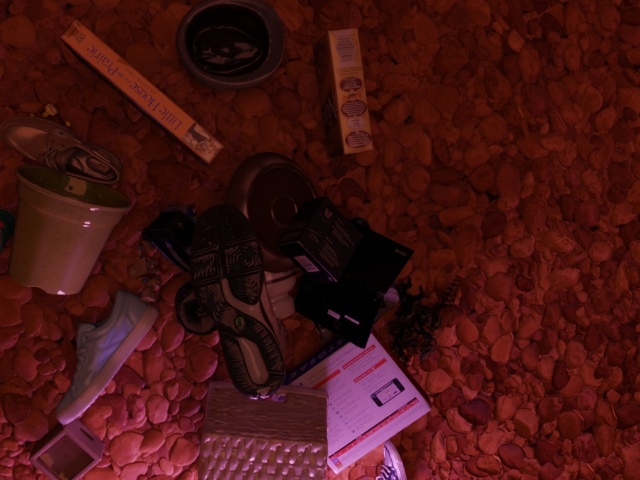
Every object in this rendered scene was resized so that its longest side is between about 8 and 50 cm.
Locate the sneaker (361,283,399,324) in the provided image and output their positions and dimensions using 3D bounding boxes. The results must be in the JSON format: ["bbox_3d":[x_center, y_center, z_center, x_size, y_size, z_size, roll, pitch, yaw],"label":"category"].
[{"bbox_3d":[0.126,0.152,1.931,0.086,0.163,0.226,25,128,-33],"label":"sneaker"}]

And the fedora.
[{"bbox_3d":[-0.232,-0.506,1.776,0.275,0.124,0.243,-10,94,-5],"label":"fedora"}]

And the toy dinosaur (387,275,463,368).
[{"bbox_3d":[0.281,0.225,1.963,0.218,0.164,0.322,46,64,-27],"label":"toy dinosaur"}]

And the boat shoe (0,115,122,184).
[{"bbox_3d":[-0.638,-0.218,1.684,0.302,0.098,0.109,23,102,-24],"label":"boat shoe"}]

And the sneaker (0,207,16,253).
[{"bbox_3d":[-0.853,0.045,1.631,0.124,0.178,0.295,41,84,-13],"label":"sneaker"}]

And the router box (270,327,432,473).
[{"bbox_3d":[0.085,0.432,1.887,0.335,0.082,0.301,-36,101,8],"label":"router box"}]

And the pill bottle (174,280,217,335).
[{"bbox_3d":[-0.312,0.166,1.750,0.123,0.219,0.122,-1,93,-14],"label":"pill bottle"}]

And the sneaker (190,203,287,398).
[{"bbox_3d":[-0.191,0.142,1.631,0.169,0.257,0.447,-14,87,-2],"label":"sneaker"}]

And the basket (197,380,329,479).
[{"bbox_3d":[-0.150,0.572,1.743,0.328,0.266,0.331,6,106,-3],"label":"basket"}]

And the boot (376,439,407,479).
[{"bbox_3d":[0.199,0.682,1.985,0.086,0.069,0.190,-21,100,-15],"label":"boot"}]

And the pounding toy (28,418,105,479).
[{"bbox_3d":[-0.663,0.585,1.762,0.206,0.094,0.181,-40,107,1],"label":"pounding toy"}]

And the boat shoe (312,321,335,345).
[{"bbox_3d":[0.006,0.243,1.926,0.046,0.038,0.125,-22,99,-12],"label":"boat shoe"}]

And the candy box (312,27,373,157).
[{"bbox_3d":[0.057,-0.386,1.824,0.088,0.183,0.316,-8,95,-12],"label":"candy box"}]

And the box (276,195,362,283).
[{"bbox_3d":[0.000,0.000,1.714,0.156,0.093,0.158,47,57,-26],"label":"box"}]

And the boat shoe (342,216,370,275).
[{"bbox_3d":[0.068,0.056,1.903,0.109,0.089,0.258,29,86,-14],"label":"boat shoe"}]

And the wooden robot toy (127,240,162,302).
[{"bbox_3d":[-0.468,0.085,1.794,0.079,0.076,0.173,-21,72,26],"label":"wooden robot toy"}]

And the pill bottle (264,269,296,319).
[{"bbox_3d":[-0.159,0.058,1.808,0.169,0.169,0.301,-13,96,-13],"label":"pill bottle"}]

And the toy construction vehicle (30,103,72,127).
[{"bbox_3d":[-0.693,-0.292,1.726,0.098,0.035,0.086,-42,101,0],"label":"toy construction vehicle"}]

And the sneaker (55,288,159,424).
[{"bbox_3d":[-0.580,0.286,1.745,0.150,0.135,0.366,39,73,-12],"label":"sneaker"}]

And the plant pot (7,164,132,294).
[{"bbox_3d":[-0.632,-0.016,1.660,0.276,0.276,0.254,18,101,-14],"label":"plant pot"}]

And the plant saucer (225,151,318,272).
[{"bbox_3d":[-0.103,-0.073,1.727,0.311,0.050,0.310,5,82,-42],"label":"plant saucer"}]

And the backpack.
[{"bbox_3d":[-0.352,0.004,1.769,0.173,0.158,0.117,51,63,-25],"label":"backpack"}]

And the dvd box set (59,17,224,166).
[{"bbox_3d":[-0.420,-0.339,1.649,0.420,0.307,0.062,41,87,-14],"label":"dvd box set"}]

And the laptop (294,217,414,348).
[{"bbox_3d":[0.083,0.109,1.823,0.234,0.136,0.264,27,115,21],"label":"laptop"}]
